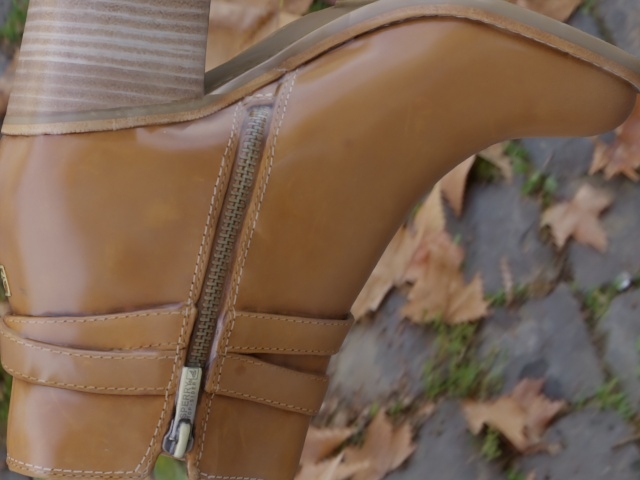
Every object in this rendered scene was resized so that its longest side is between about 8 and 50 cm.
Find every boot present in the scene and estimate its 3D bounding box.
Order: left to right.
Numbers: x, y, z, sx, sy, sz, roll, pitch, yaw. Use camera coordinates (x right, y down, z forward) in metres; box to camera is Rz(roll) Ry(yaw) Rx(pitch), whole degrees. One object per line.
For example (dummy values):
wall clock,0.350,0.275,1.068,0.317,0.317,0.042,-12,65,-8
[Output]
boot,0.000,0.000,0.515,0.197,0.073,0.152,4,93,-13
